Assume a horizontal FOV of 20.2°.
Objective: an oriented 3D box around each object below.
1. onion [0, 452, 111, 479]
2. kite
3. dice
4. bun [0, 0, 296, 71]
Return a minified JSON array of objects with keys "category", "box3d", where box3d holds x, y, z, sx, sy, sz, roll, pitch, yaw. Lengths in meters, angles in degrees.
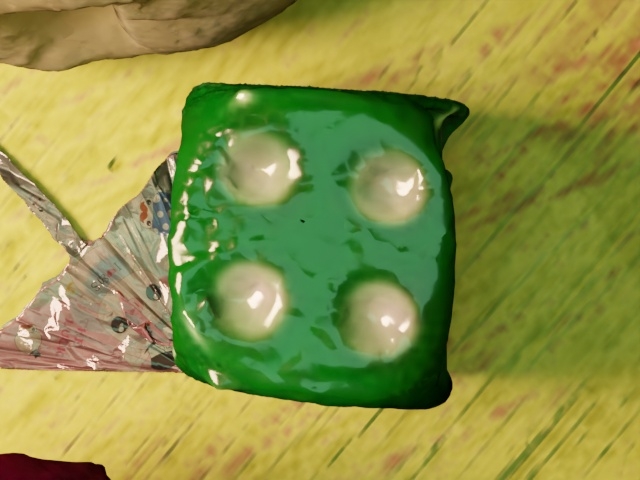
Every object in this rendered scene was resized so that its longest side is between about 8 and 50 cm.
[{"category":"onion","box3d":[-0.181,0.265,0.716,0.385,0.348,0.348,-29,89,40]},{"category":"kite","box3d":[-0.109,0.008,0.827,0.139,0.011,0.157,-44,89,2]},{"category":"dice","box3d":[0.000,0.000,0.756,0.120,0.131,0.128,4,94,4]},{"category":"bun","box3d":[-0.119,-0.241,0.718,0.359,0.211,0.360,0,91,5]}]
